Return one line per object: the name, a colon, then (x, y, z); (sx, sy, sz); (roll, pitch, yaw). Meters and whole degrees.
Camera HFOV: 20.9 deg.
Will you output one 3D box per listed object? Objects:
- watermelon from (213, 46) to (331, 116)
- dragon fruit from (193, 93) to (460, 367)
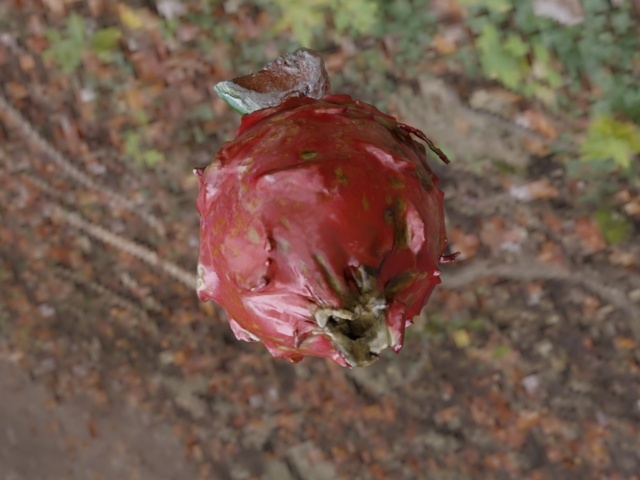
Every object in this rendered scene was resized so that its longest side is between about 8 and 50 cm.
watermelon: (-0.045, -0.205, 2.413); (0.139, 0.187, 0.071); (-57, 42, 24)
dragon fruit: (0.000, 0.000, 1.329); (0.205, 0.210, 0.268); (-52, 30, 23)
